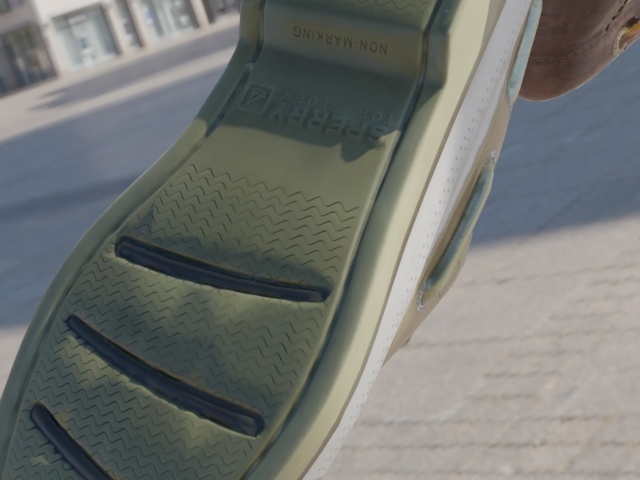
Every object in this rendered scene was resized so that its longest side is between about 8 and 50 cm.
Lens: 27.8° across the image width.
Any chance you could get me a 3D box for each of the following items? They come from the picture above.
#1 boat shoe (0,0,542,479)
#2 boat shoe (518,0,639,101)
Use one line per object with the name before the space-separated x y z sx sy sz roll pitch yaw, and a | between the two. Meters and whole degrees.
boat shoe | 0.000 0.000 0.427 0.113 0.302 0.103 26 -6 30
boat shoe | 0.183 -0.185 0.664 0.123 0.123 0.342 17 45 29
